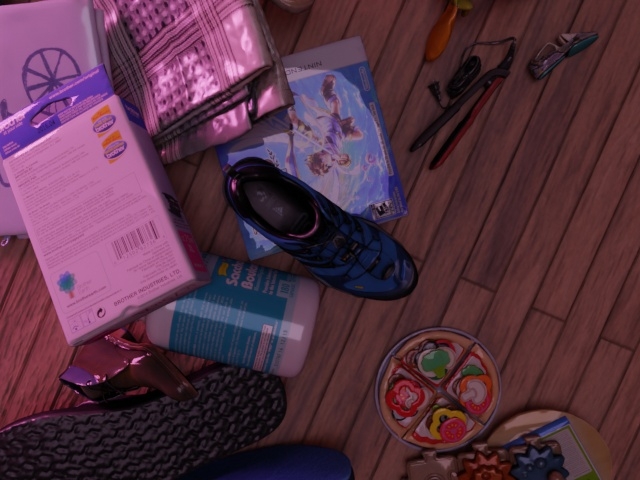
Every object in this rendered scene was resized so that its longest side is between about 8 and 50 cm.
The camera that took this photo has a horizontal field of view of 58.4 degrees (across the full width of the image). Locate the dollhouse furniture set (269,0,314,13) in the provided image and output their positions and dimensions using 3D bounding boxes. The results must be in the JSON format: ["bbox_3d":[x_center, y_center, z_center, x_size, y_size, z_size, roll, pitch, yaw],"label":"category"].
[{"bbox_3d":[0.102,-0.495,0.682,0.257,0.362,0.394,35,62,-4],"label":"dollhouse furniture set"}]

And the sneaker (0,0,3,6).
[{"bbox_3d":[-0.442,-0.426,0.787,0.110,0.107,0.275,16,98,-23],"label":"sneaker"}]

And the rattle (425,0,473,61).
[{"bbox_3d":[0.264,-0.337,0.837,0.200,0.130,0.142,-9,107,-29],"label":"rattle"}]

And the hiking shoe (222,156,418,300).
[{"bbox_3d":[0.000,0.000,0.754,0.304,0.132,0.113,29,95,-8],"label":"hiking shoe"}]

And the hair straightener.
[{"bbox_3d":[0.207,-0.219,0.850,0.089,0.047,0.230,38,91,-6],"label":"hair straightener"}]

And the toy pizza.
[{"bbox_3d":[0.186,0.236,0.890,0.201,0.032,0.201,0,94,-3],"label":"toy pizza"}]

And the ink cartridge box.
[{"bbox_3d":[-0.283,-0.047,0.729,0.186,0.065,0.311,-27,81,9],"label":"ink cartridge box"}]

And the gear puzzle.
[{"bbox_3d":[0.214,0.407,0.878,0.339,0.044,0.175,-10,95,6],"label":"gear puzzle"}]

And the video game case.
[{"bbox_3d":[-0.024,-0.131,0.837,0.245,0.061,0.269,-17,95,-1],"label":"video game case"}]

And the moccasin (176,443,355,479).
[{"bbox_3d":[-0.111,0.390,0.851,0.342,0.138,0.116,-12,99,12],"label":"moccasin"}]

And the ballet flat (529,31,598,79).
[{"bbox_3d":[0.363,-0.288,0.861,0.114,0.041,0.041,-35,95,-1],"label":"ballet flat"}]

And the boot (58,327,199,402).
[{"bbox_3d":[-0.262,0.192,0.776,0.106,0.219,0.082,-48,135,-27],"label":"boot"}]

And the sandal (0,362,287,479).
[{"bbox_3d":[-0.269,0.291,0.844,0.446,0.107,0.167,-14,94,-15],"label":"sandal"}]

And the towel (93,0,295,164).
[{"bbox_3d":[-0.202,-0.265,0.733,0.312,0.056,0.324,-16,98,36],"label":"towel"}]

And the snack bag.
[{"bbox_3d":[-0.448,-0.152,0.797,0.343,0.037,0.322,-3,104,4],"label":"snack bag"}]

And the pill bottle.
[{"bbox_3d":[-0.142,0.095,0.803,0.264,0.146,0.146,14,93,-5],"label":"pill bottle"}]

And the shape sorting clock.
[{"bbox_3d":[0.352,0.362,0.904,0.206,0.040,0.206,1,96,5],"label":"shape sorting clock"}]
